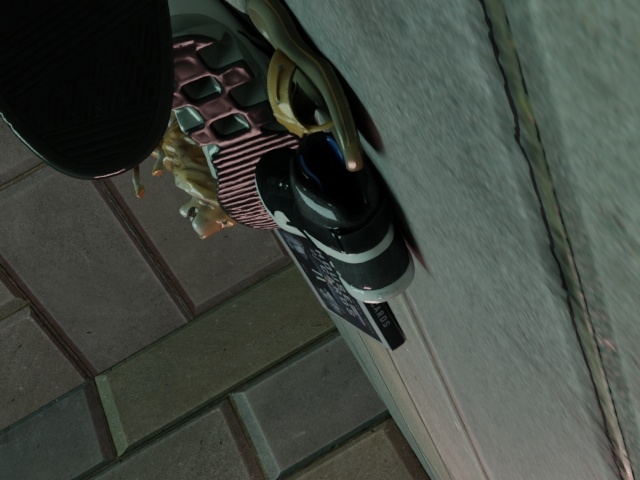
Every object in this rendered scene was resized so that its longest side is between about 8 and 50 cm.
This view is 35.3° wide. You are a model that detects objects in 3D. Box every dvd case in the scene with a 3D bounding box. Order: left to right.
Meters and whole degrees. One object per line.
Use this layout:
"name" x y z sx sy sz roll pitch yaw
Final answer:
"dvd case" 0.013 0.042 1.339 0.179 0.029 0.238 59 168 -20

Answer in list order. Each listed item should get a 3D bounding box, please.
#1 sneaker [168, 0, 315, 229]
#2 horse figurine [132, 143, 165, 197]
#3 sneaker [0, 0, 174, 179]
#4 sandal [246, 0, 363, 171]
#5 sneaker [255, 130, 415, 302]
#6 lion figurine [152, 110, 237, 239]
"sneaker" -0.074 -0.137 0.973 0.330 0.122 0.146 63 -166 -54
"horse figurine" -0.179 -0.175 1.223 0.066 0.263 0.175 19 -133 -58
"sneaker" -0.167 -0.164 0.561 0.178 0.123 0.296 156 92 -82
"sandal" -0.018 -0.110 0.720 0.180 0.049 0.072 58 176 32
"sneaker" -0.001 -0.053 0.821 0.217 0.079 0.121 45 163 46
"lion figurine" -0.157 -0.149 1.419 0.240 0.142 0.392 26 -157 -5
